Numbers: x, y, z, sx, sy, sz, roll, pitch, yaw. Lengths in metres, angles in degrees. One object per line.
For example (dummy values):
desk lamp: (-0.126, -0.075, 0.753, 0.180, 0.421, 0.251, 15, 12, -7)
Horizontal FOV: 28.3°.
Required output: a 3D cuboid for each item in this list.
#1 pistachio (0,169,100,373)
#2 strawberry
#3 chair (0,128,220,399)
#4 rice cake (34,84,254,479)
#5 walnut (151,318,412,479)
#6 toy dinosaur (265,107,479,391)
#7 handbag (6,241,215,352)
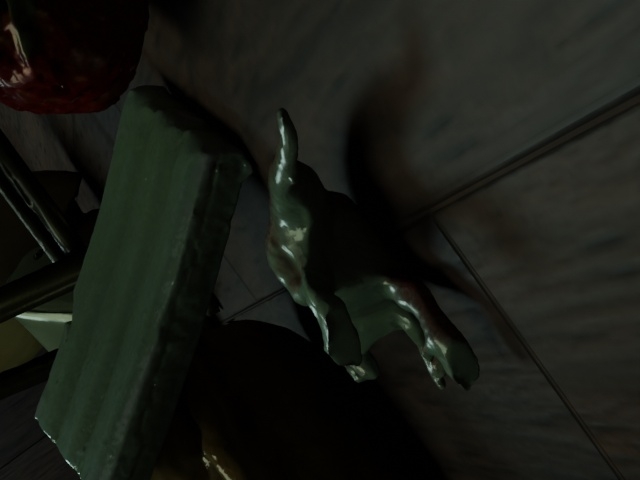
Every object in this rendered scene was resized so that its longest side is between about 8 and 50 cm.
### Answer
pistachio: (-0.367, 0.039, 1.432, 0.193, 0.318, 0.214, 52, 148, -19)
strawberry: (-0.133, -0.124, 0.620, 0.131, 0.131, 0.148, 50, -153, 19)
chair: (-0.345, 0.000, 1.003, 0.362, 0.410, 0.364, 52, 167, 7)
rice cake: (-0.111, 0.032, 0.771, 0.043, 0.237, 0.127, 10, -164, -38)
walnut: (-0.044, 0.162, 0.847, 0.245, 0.198, 0.198, 58, 169, 15)
toy dinosaur: (0.000, 0.000, 0.563, 0.167, 0.053, 0.242, 52, 178, 40)
handbag: (-0.186, 0.139, 1.352, 0.241, 0.109, 0.315, 2, 135, 31)
